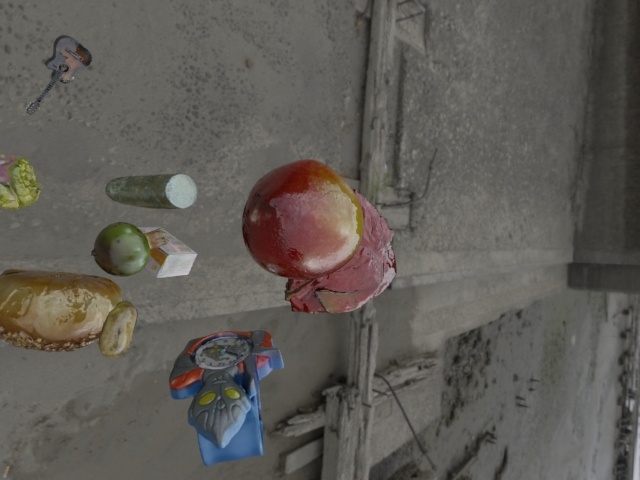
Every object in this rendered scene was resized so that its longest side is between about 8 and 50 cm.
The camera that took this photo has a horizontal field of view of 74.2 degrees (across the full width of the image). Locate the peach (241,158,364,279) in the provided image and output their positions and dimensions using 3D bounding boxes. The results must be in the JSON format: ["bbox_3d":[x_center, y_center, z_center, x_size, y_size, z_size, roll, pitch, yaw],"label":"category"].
[{"bbox_3d":[-0.033,-0.029,0.633,0.197,0.197,0.197,-2,92,-50],"label":"peach"}]

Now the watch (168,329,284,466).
[{"bbox_3d":[-0.194,0.377,0.942,0.242,0.305,0.274,-5,116,-7],"label":"watch"}]

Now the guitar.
[{"bbox_3d":[-0.693,-0.423,1.104,0.233,0.025,0.088,-50,148,5],"label":"guitar"}]

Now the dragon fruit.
[{"bbox_3d":[0.000,0.000,1.008,0.302,0.240,0.330,-31,110,-39],"label":"dragon fruit"}]

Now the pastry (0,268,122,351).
[{"bbox_3d":[-0.860,0.229,1.386,0.410,0.410,0.244,14,84,-50],"label":"pastry"}]

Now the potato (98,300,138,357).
[{"bbox_3d":[-0.572,0.250,1.200,0.107,0.080,0.170,81,5,-55],"label":"potato"}]

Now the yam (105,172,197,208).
[{"bbox_3d":[-0.626,-0.181,1.537,0.133,0.331,0.133,4,90,-76],"label":"yam"}]

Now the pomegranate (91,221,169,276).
[{"bbox_3d":[-0.540,0.019,1.207,0.205,0.159,0.159,-20,107,-28],"label":"pomegranate"}]

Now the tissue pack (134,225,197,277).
[{"bbox_3d":[-0.658,0.045,1.731,0.124,0.225,0.185,-61,161,13],"label":"tissue pack"}]

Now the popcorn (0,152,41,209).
[{"bbox_3d":[-0.777,-0.145,1.059,0.145,0.126,0.125,44,42,-5],"label":"popcorn"}]
